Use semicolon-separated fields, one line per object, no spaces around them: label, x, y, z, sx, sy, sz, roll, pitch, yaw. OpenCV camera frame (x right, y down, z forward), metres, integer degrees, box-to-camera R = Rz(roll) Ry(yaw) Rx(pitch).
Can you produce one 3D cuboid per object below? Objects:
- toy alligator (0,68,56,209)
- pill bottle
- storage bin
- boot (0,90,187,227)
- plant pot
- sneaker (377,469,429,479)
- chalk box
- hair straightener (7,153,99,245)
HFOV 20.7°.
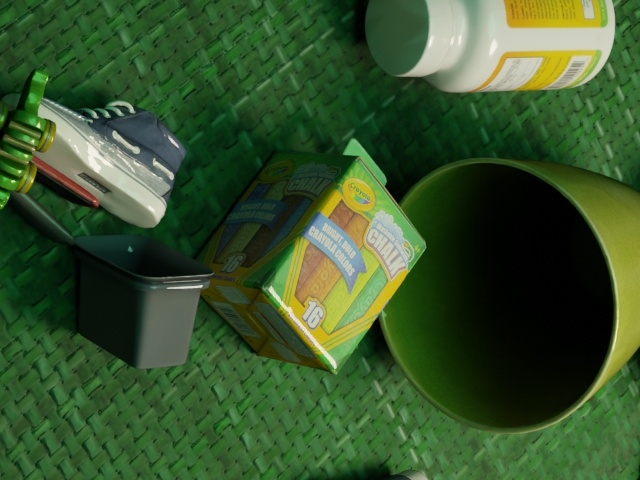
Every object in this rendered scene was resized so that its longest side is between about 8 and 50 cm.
toy alligator;-0.268;-0.052;1.458;0.056;0.051;0.190;23;100;-26
pill bottle;0.170;-0.220;1.784;0.245;0.136;0.136;-6;98;-38
storage bin;-0.159;0.055;1.566;0.098;0.135;0.091;-3;108;-38
boot;-0.202;-0.095;1.560;0.190;0.069;0.086;41;56;-36
plant pot;0.249;0.034;1.823;0.293;0.274;0.275;-15;104;-53
sneaker;0.047;0.355;1.772;0.163;0.086;0.226;-3;87;-49
chalk box;0.000;0.000;1.677;0.132;0.132;0.213;49;66;-31
hair straightener;-0.296;-0.058;1.491;0.230;0.047;0.089;39;71;-34
